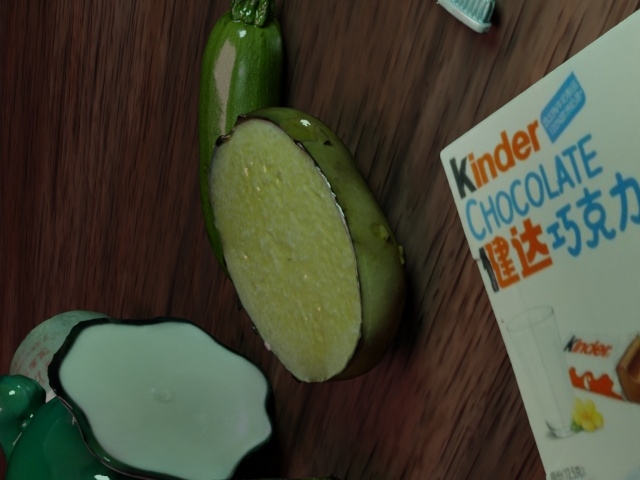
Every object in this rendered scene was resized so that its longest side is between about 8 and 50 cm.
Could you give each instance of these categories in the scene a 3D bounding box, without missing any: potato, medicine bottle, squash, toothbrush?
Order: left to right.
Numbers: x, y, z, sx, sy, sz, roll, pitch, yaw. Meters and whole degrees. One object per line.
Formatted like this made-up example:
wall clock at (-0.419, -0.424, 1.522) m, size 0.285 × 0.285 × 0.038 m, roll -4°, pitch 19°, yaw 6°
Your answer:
medicine bottle at (-0.243, 0.167, 1.348) m, size 0.143 × 0.147 × 0.147 m, roll 45°, pitch 138°, yaw 45°
squash at (-0.062, -0.076, 0.997) m, size 0.069 × 0.069 × 0.258 m, roll 34°, pitch 129°, yaw 54°
potato at (0.000, 0.000, 0.899) m, size 0.164 × 0.081 × 0.200 m, roll -43°, pitch 65°, yaw 50°
toothbrush at (0.036, -0.214, 0.805) m, size 0.269 × 0.021 × 0.027 m, roll 56°, pitch 133°, yaw 36°

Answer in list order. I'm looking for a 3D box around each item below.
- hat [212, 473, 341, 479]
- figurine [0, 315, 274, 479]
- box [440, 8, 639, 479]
hat at (-0.005, 0.220, 1.000) m, size 0.193 × 0.082 × 0.193 m, roll 20°, pitch 144°, yaw 16°
figurine at (-0.182, 0.247, 1.167) m, size 0.324 × 0.231 × 0.340 m, roll 31°, pitch 130°, yaw 12°
box at (0.176, 0.029, 0.603) m, size 0.273 × 0.048 × 0.265 m, roll -37°, pitch 68°, yaw 61°
